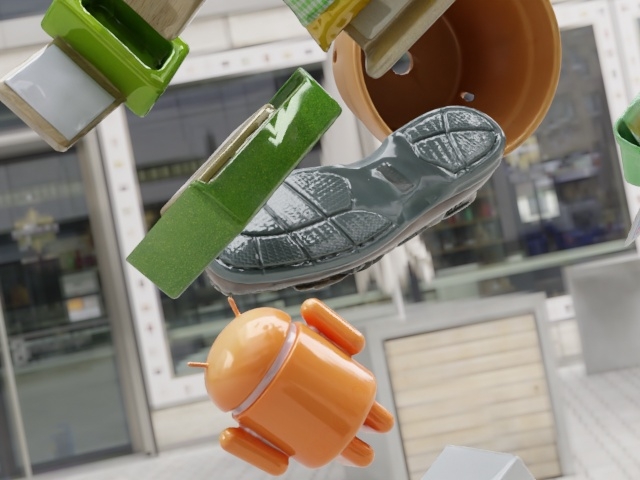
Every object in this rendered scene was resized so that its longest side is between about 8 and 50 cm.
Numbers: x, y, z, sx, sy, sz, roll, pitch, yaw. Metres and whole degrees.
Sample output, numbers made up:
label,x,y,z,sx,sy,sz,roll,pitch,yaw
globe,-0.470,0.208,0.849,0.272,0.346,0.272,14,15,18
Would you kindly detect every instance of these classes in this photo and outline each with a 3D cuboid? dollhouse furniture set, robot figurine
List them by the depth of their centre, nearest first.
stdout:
label,x,y,z,sx,sy,sz,roll,pitch,yaw
dollhouse furniture set,-0.056,-0.140,0.763,0.301,0.197,0.151,-44,5,46
robot figurine,-0.029,0.154,1.380,0.158,0.219,0.128,-50,12,22

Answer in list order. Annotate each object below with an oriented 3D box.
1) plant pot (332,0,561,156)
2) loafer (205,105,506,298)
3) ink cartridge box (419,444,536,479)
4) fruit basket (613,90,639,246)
label,x,y,z,sx,sy,sz,roll,pitch,yaw
plant pot,0.141,-0.240,1.726,0.291,0.291,0.203,-10,7,-20
loafer,0.030,-0.013,0.989,0.267,0.096,0.084,-26,-34,-25
ink cartridge box,0.137,0.289,1.016,0.154,0.212,0.093,-48,23,-26
fruit basket,0.439,-0.178,1.321,0.327,0.165,0.353,-49,-14,-24
